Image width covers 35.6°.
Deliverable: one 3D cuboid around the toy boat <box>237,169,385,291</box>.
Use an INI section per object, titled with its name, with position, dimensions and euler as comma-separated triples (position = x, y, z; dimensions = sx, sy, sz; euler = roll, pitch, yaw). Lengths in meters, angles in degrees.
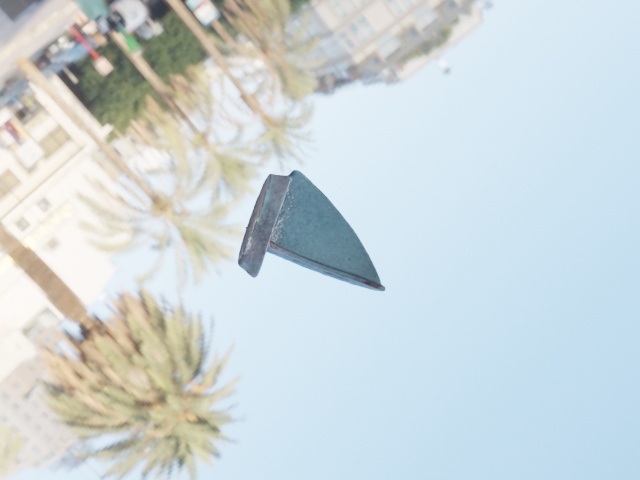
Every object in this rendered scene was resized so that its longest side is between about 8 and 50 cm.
[toy boat]
position = 0.001, 0.000, 0.822
dimensions = 0.034, 0.122, 0.096
euler = 160, -51, -74
